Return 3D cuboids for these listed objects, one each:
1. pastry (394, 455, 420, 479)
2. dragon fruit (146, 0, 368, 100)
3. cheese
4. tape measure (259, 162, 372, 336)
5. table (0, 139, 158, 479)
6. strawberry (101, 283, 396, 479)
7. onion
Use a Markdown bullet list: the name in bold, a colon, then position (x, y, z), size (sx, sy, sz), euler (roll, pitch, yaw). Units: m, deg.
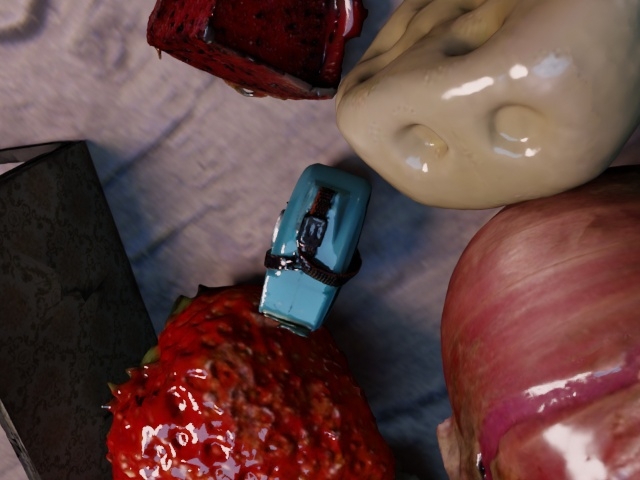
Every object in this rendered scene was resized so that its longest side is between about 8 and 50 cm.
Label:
- **pastry**: position (0.038, 0.352, 0.718), size (0.257, 0.121, 0.236), euler (-2, 121, 14)
- **dragon fruit**: position (-0.044, -0.196, 0.476), size (0.127, 0.120, 0.161), euler (29, 100, 46)
- **cheese**: position (0.118, -0.122, 0.401), size (0.117, 0.235, 0.218), euler (42, 82, -27)
- **tape measure**: position (0.000, 0.000, 0.529), size (0.081, 0.146, 0.125), euler (18, 104, 4)
- **table**: position (-0.361, 0.101, 0.633), size (0.272, 0.222, 0.335), euler (-3, 116, 18)
- **strawberry**: position (-0.055, 0.185, 0.574), size (0.276, 0.257, 0.257), euler (28, 122, 16)
- **onion**: position (0.235, 0.104, 0.405), size (0.353, 0.354, 0.354), euler (7, 119, 12)
